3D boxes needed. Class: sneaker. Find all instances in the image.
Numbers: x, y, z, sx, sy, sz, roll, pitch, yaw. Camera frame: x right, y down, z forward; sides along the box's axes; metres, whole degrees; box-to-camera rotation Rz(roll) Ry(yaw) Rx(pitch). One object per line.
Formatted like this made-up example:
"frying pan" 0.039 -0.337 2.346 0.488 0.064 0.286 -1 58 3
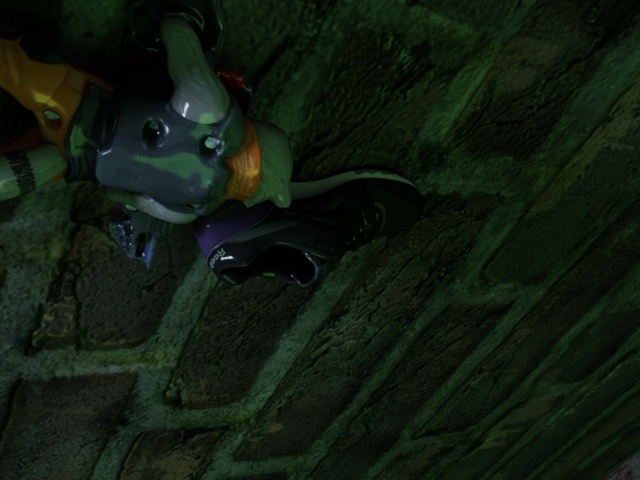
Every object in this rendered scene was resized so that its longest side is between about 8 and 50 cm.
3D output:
"sneaker" 0.000 0.000 0.863 0.283 0.124 0.107 -5 140 -25

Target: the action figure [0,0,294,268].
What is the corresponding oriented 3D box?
"action figure" -0.181 -0.052 0.660 0.330 0.179 0.341 -1 136 -15
